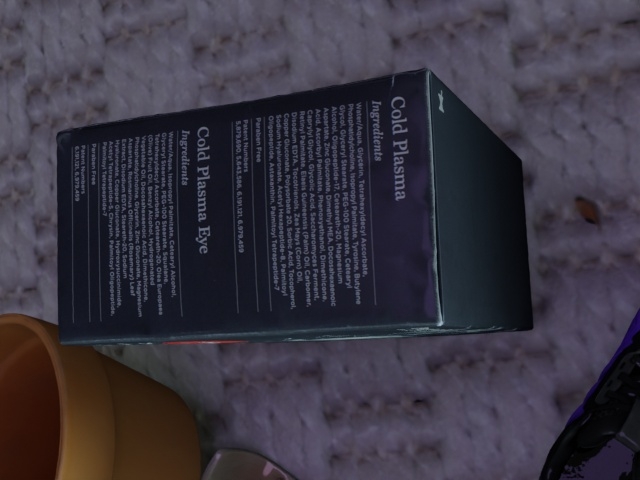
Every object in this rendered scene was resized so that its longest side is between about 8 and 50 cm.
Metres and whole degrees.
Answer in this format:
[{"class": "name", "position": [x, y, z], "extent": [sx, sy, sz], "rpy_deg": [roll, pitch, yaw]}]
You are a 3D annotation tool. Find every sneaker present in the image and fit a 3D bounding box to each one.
[{"class": "sneaker", "position": [0.282, 0.144, 0.752], "extent": [0.102, 0.146, 0.293], "rpy_deg": [32, 99, 22]}]

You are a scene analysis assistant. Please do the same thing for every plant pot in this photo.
[{"class": "plant pot", "position": [-0.263, 0.236, 0.918], "extent": [0.291, 0.203, 0.291], "rpy_deg": [-16, 65, 40]}]

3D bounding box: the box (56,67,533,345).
[{"class": "box", "position": [0.000, 0.000, 0.777], "extent": [0.312, 0.343, 0.179], "rpy_deg": [-6, 82, 23]}]

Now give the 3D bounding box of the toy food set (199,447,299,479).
[{"class": "toy food set", "position": [-0.034, 0.388, 0.899], "extent": [0.306, 0.092, 0.219], "rpy_deg": [32, 99, 22]}]
